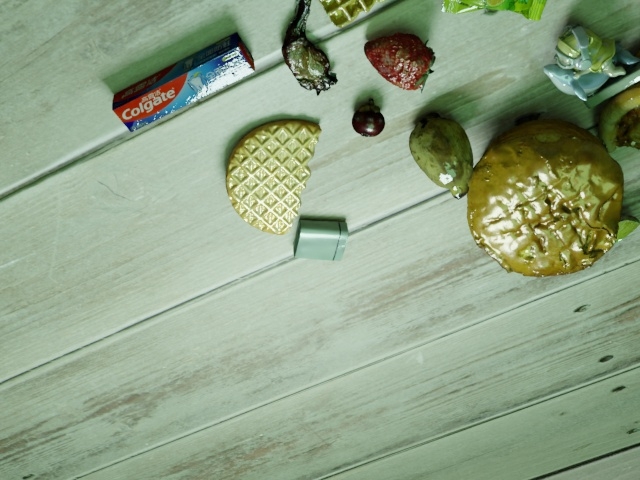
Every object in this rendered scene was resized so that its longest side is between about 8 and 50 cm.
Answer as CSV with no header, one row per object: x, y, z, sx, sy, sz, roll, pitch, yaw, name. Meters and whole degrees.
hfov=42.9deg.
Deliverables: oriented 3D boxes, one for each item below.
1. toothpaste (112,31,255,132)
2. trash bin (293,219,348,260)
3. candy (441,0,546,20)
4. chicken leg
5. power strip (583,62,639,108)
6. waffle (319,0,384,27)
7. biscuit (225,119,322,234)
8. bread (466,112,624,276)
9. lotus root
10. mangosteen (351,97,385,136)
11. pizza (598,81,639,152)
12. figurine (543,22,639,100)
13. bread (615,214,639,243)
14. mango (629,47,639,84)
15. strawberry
-0.301,-0.344,1.781,0.320,0.066,0.076,-24,133,13,toothpaste
0.000,0.000,2.176,0.130,0.059,0.116,3,133,-11,trash bin
0.378,-0.531,1.711,0.246,0.069,0.149,0,132,-11,candy
-0.033,-0.420,1.763,0.106,0.051,0.253,-17,134,-1,chicken leg
0.695,-0.369,1.868,0.029,0.080,0.227,51,147,-5,power strip
0.084,-0.546,1.654,0.211,0.055,0.160,-27,132,15,waffle
-0.126,-0.156,1.971,0.204,0.040,0.309,11,118,-15,biscuit
0.542,-0.099,1.996,0.398,0.215,0.398,7,125,11,bread
0.299,-0.202,1.945,0.138,0.214,0.138,-29,174,-3,lotus root
0.114,-0.281,1.909,0.081,0.081,0.081,-5,135,-5,mangosteen
0.759,-0.284,1.910,0.182,0.074,0.365,37,164,0,pizza
0.602,-0.408,1.837,0.208,0.128,0.184,-18,132,-3,figurine
0.780,-0.011,2.268,0.228,0.033,0.228,-18,157,-8,bread
0.771,-0.393,1.913,0.098,0.075,0.190,-7,142,6,mango
0.173,-0.391,1.774,0.148,0.131,0.131,-1,135,-11,strawberry
